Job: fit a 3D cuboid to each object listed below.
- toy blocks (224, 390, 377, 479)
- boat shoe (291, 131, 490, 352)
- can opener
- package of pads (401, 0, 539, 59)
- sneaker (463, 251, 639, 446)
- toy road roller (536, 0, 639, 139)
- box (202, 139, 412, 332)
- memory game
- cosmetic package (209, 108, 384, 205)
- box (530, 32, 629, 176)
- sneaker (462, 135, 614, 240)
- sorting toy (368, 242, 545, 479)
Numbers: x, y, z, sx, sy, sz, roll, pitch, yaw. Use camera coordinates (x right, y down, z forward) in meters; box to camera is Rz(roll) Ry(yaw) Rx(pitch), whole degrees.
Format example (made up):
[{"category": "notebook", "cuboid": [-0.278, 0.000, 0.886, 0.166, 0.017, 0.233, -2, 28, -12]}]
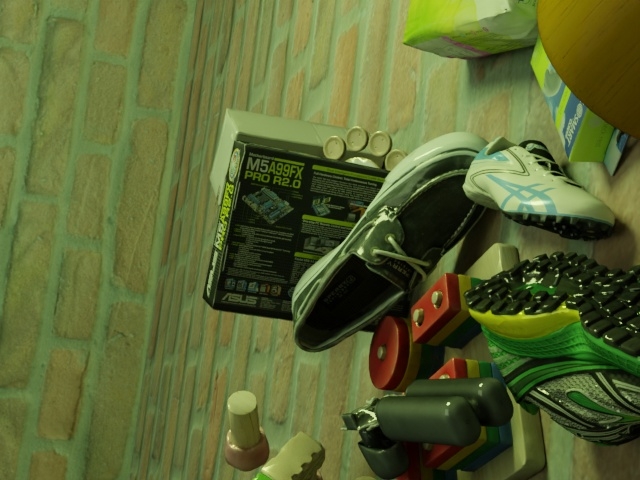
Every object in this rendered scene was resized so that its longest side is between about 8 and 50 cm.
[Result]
[{"category": "toy blocks", "cuboid": [-0.076, 0.425, 1.430, 0.288, 0.309, 0.260, -42, -32, -34]}, {"category": "boat shoe", "cuboid": [0.089, 0.019, 1.266, 0.335, 0.121, 0.119, -48, 19, 27]}, {"category": "can opener", "cuboid": [0.103, 0.189, 1.063, 0.095, 0.076, 0.283, 65, 158, -2]}, {"category": "package of pads", "cuboid": [0.201, -0.332, 1.243, 0.296, 0.101, 0.229, -171, 91, -72]}, {"category": "sneaker", "cuboid": [0.261, 0.097, 0.859, 0.343, 0.134, 0.146, 8, 125, 65]}, {"category": "toy road roller", "cuboid": [0.270, -0.092, 0.666, 0.202, 0.241, 0.329, 125, 155, -53]}, {"category": "box", "cuboid": [0.000, 0.000, 1.402, 0.060, 0.270, 0.216, -152, 72, -70]}, {"category": "memory game", "cuboid": [0.054, -0.069, 1.517, 0.186, 0.012, 0.186, 0, 89, 33]}, {"category": "cosmetic package", "cuboid": [-0.037, -0.110, 1.617, 0.107, 0.238, 0.127, -112, 36, -59]}, {"category": "box", "cuboid": [0.256, -0.160, 1.048, 0.109, 0.043, 0.178, 97, 168, -46]}, {"category": "sneaker", "cuboid": [0.218, -0.057, 1.084, 0.086, 0.085, 0.237, -70, 23, 7]}, {"category": "sorting toy", "cuboid": [0.133, 0.167, 1.204, 0.255, 0.089, 0.257, 126, 148, -53]}]
